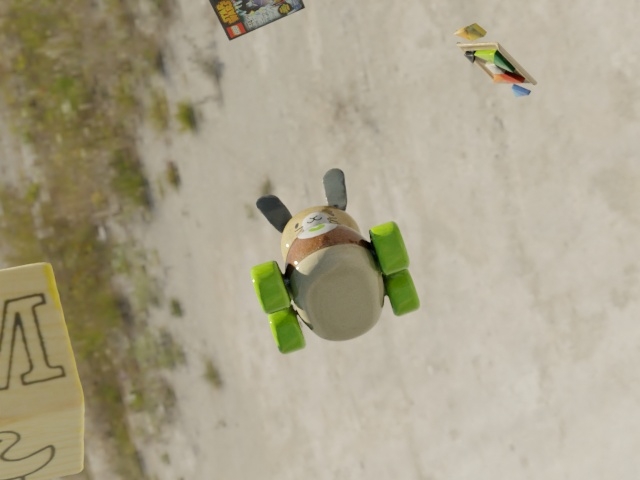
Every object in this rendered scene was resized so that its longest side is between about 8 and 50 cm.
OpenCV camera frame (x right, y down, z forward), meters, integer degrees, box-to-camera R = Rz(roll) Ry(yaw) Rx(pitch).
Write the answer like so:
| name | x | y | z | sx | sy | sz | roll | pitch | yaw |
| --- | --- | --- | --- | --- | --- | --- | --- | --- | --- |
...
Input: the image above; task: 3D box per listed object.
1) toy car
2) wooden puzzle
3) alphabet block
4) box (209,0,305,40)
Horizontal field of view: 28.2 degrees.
| name | x | y | z | sx | sy | sz | roll | pitch | yaw |
| --- | --- | --- | --- | --- | --- | --- | --- | --- | --- |
| toy car | 0.000 | 0.000 | 1.340 | 0.149 | 0.155 | 0.188 | 72 | 179 | -51 |
| wooden puzzle | 0.177 | -0.180 | 1.297 | 0.116 | 0.014 | 0.078 | 36 | 170 | -24 |
| alphabet block | -0.381 | 0.161 | 1.431 | 0.192 | 0.197 | 0.193 | 106 | 149 | -56 |
| box | -0.079 | -0.279 | 1.352 | 0.137 | 0.094 | 0.027 | 62 | -174 | -57 |
